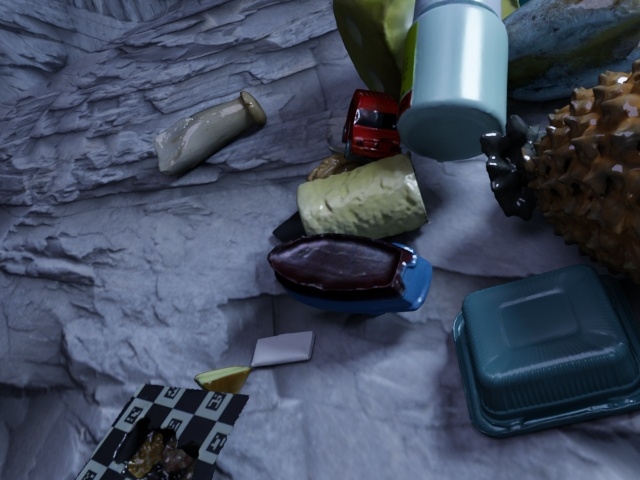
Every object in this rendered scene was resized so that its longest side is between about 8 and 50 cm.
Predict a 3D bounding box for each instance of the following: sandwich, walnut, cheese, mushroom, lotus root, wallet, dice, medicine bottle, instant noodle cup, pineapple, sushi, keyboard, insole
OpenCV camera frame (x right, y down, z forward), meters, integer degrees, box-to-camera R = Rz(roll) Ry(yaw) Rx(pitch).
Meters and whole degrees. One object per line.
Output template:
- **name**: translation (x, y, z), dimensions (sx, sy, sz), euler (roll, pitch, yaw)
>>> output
- **sandwich**: translation (-0.122, 0.181, 0.755), dimensions (0.031, 0.083, 0.044), euler (18, 101, 40)
- **walnut**: translation (0.026, -0.091, 0.943), dimensions (0.096, 0.082, 0.079), euler (-34, 64, -6)
- **cheese**: translation (0.056, -0.052, 0.844), dimensions (0.167, 0.094, 0.123), euler (-15, 43, 8)
- **mushroom**: translation (-0.233, -0.224, 1.265), dimensions (0.247, 0.096, 0.108), euler (-31, 11, -6)
- **lotus root**: translation (0.338, -0.283, 0.890), dimensions (0.322, 0.158, 0.140), euler (-12, 37, 38)
- **wallet**: translation (-0.048, 0.138, 0.776), dimensions (0.083, 0.011, 0.044), euler (-12, 40, 24)
- **dice**: translation (0.175, -0.365, 1.030), dimensions (0.238, 0.233, 0.227), euler (-31, 35, -3)
- **medicine bottle**: translation (0.180, -0.233, 0.826), dimensions (0.139, 0.139, 0.225), euler (-5, 65, 30)
- **instant noodle cup**: translation (0.218, 0.096, 0.596), dimensions (0.179, 0.070, 0.157), euler (-17, 40, 15)
- **pineapple**: translation (0.292, -0.077, 0.655), dimensions (0.223, 0.223, 0.357), euler (-36, 19, -8)
- **sushi**: translation (-0.181, 0.261, 0.689), dimensions (0.215, 0.050, 0.192), euler (-7, 41, 40)
- **keyboard**: translation (0.001, 0.001, 0.903), dimensions (0.074, 0.015, 0.196), euler (-37, 37, -16)
- **insole**: translation (0.077, -0.130, 0.978), dimensions (0.063, 0.010, 0.192), euler (-1, 19, -39)

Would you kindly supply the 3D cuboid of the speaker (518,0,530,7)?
- **speaker**: translation (0.351, -0.384, 1.092), dimensions (0.075, 0.060, 0.094), euler (-47, 4, -22)

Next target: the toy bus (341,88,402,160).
- **toy bus**: translation (0.080, -0.176, 0.943), dimensions (0.081, 0.089, 0.195), euler (8, 20, -3)

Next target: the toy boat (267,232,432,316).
- **toy boat**: translation (0.033, 0.044, 0.761), dimensions (0.223, 0.097, 0.100), euler (4, 63, 36)
